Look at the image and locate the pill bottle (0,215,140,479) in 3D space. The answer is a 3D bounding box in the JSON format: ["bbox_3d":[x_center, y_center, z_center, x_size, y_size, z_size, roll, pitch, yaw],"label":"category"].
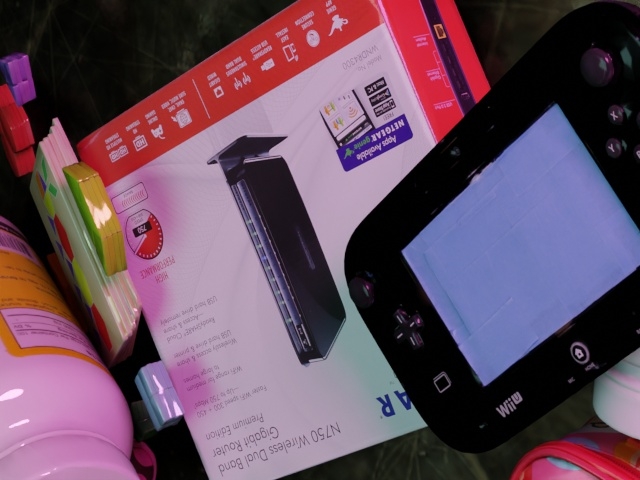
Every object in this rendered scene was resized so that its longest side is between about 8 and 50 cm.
[{"bbox_3d":[-0.265,0.130,1.369,0.334,0.188,0.188,50,133,46],"label":"pill bottle"}]

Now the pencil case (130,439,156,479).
[{"bbox_3d":[-0.242,0.203,1.501,0.209,0.095,0.098,7,76,41],"label":"pencil case"}]

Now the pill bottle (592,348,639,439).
[{"bbox_3d":[0.221,0.009,1.012,0.119,0.119,0.208,18,114,37],"label":"pill bottle"}]

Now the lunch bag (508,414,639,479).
[{"bbox_3d":[0.239,0.248,1.075,0.293,0.120,0.258,33,118,29],"label":"lunch bag"}]

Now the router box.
[{"bbox_3d":[0.000,0.000,1.230,0.335,0.082,0.301,-27,84,43],"label":"router box"}]

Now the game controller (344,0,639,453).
[{"bbox_3d":[0.123,0.003,0.986,0.319,0.067,0.166,-47,61,50],"label":"game controller"}]

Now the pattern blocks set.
[{"bbox_3d":[-0.186,0.005,1.350,0.325,0.026,0.285,69,163,0],"label":"pattern blocks set"}]
